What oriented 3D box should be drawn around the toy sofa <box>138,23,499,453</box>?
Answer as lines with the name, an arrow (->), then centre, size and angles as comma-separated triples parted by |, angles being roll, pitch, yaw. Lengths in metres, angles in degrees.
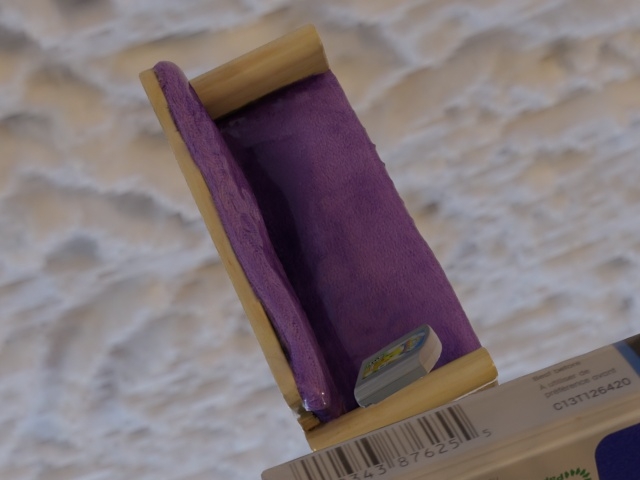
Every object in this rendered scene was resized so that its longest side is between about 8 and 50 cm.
toy sofa -> 0.000, 0.000, 1.472 | 0.150, 0.363, 0.177 | -25, 147, -2

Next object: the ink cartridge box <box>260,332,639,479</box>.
ink cartridge box -> 0.151, 0.200, 1.003 | 0.303, 0.072, 0.307 | -20, 123, -9

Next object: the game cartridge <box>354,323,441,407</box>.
game cartridge -> 0.050, 0.077, 1.195 | 0.056, 0.017, 0.083 | -28, -172, 10
